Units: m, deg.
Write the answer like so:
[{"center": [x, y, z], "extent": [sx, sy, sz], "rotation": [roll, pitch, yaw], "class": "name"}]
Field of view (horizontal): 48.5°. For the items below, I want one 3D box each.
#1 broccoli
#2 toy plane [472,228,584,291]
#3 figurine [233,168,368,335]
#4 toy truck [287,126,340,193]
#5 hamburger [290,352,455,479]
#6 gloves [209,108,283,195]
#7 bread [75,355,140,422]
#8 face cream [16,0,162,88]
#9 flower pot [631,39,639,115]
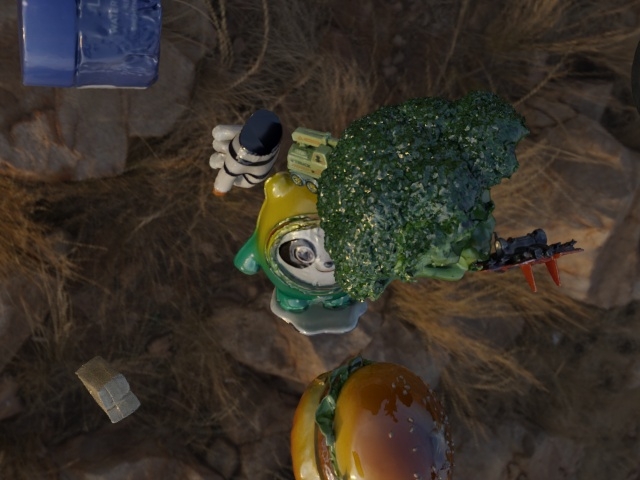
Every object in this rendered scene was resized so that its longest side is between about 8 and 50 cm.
[{"center": [0.125, -0.049, 0.861], "extent": [0.245, 0.265, 0.295], "rotation": [27, 103, -33], "class": "broccoli"}, {"center": [0.234, 0.018, 0.868], "extent": [0.130, 0.189, 0.061], "rotation": [-13, 98, -10], "class": "toy plane"}, {"center": [0.000, 0.000, 1.312], "extent": [0.323, 0.231, 0.340], "rotation": [-2, 134, -6], "class": "figurine"}, {"center": [0.022, -0.117, 1.105], "extent": [0.077, 0.168, 0.100], "rotation": [-45, 148, -27], "class": "toy truck"}, {"center": [0.084, 0.273, 0.962], "extent": [0.246, 0.170, 0.246], "rotation": [29, 53, -46], "class": "hamburger"}, {"center": [-0.148, -0.169, 1.425], "extent": [0.131, 0.219, 0.140], "rotation": [1, 71, -15], "class": "gloves"}, {"center": [-0.518, 0.358, 1.725], "extent": [0.077, 0.152, 0.105], "rotation": [-34, 121, -26], "class": "bread"}, {"center": [-0.398, -0.387, 1.217], "extent": [0.225, 0.249, 0.249], "rotation": [-5, 114, -25], "class": "face cream"}, {"center": [0.634, -0.253, 1.069], "extent": [0.166, 0.269, 0.269], "rotation": [1, 111, -39], "class": "flower pot"}]
